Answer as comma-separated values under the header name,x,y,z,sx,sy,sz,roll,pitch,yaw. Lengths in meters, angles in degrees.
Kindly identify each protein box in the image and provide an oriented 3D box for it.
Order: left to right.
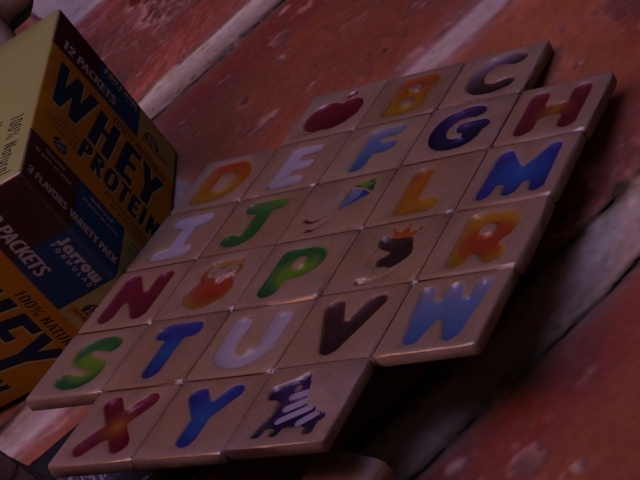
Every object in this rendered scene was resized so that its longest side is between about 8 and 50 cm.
name,x,y,z,sx,sy,sz,roll,pitch,yaw
protein box,-0.217,-0.007,1.029,0.201,0.136,0.200,-28,32,18

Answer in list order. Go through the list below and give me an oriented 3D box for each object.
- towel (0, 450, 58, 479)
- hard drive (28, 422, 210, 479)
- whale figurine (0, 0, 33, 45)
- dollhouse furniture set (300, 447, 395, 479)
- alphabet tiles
name,x,y,z,sx,sy,sz,roll,pitch,yaw
towel,-0.256,0.161,0.710,0.235,0.283,0.121,-23,54,21
hard drive,-0.096,0.109,0.863,0.135,0.022,0.094,-40,31,-2
whale figurine,-0.296,-0.120,1.295,0.272,0.141,0.216,19,61,27
dollhouse furniture set,-0.019,0.199,0.525,0.303,0.174,0.356,3,51,47
alphabet tiles,0.000,0.000,0.853,0.285,0.011,0.342,-11,31,35
